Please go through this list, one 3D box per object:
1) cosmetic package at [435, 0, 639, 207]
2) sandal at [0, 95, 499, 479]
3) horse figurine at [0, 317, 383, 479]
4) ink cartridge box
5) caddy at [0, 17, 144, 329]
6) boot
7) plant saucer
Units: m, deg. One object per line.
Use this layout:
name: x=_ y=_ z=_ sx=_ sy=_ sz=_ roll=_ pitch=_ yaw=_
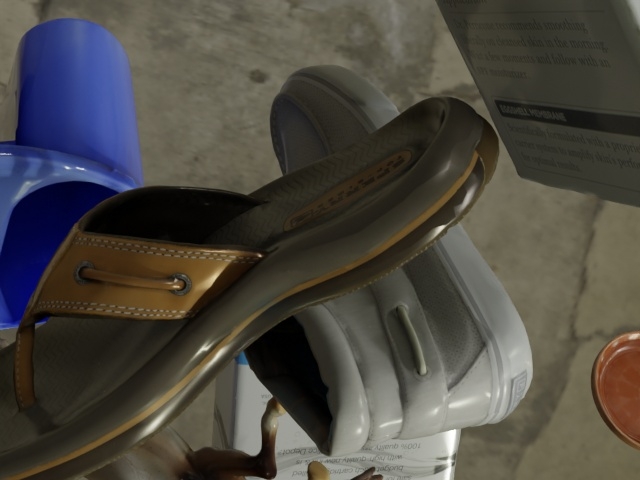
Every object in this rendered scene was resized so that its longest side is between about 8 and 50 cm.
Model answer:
cosmetic package: x=0.139 y=-0.163 z=0.440 sx=0.224 sy=0.138 sz=0.225 roll=-32 pitch=109 yaw=-12
sandal: x=-0.046 y=0.008 z=0.424 sx=0.219 sy=0.090 sz=0.060 roll=-31 pitch=115 yaw=8
horse figurine: x=-0.093 y=0.125 z=0.786 sx=0.263 sy=0.174 sz=0.066 roll=32 pitch=45 yaw=-6
ink cartridge box: x=0.014 y=0.160 z=1.258 sx=0.223 sy=0.129 sz=0.308 roll=-1 pitch=114 yaw=-14
caddy: x=-0.254 y=-0.023 z=0.945 sx=0.241 sy=0.341 sz=0.179 roll=3 pitch=68 yaw=-21
boot: x=0.000 y=0.000 z=0.703 sx=0.123 sy=0.258 sz=0.095 roll=-11 pitch=137 yaw=-25
plant saucer: x=0.213 y=0.099 z=0.842 sx=0.083 sy=0.013 sz=0.084 roll=7 pitch=62 yaw=-14
